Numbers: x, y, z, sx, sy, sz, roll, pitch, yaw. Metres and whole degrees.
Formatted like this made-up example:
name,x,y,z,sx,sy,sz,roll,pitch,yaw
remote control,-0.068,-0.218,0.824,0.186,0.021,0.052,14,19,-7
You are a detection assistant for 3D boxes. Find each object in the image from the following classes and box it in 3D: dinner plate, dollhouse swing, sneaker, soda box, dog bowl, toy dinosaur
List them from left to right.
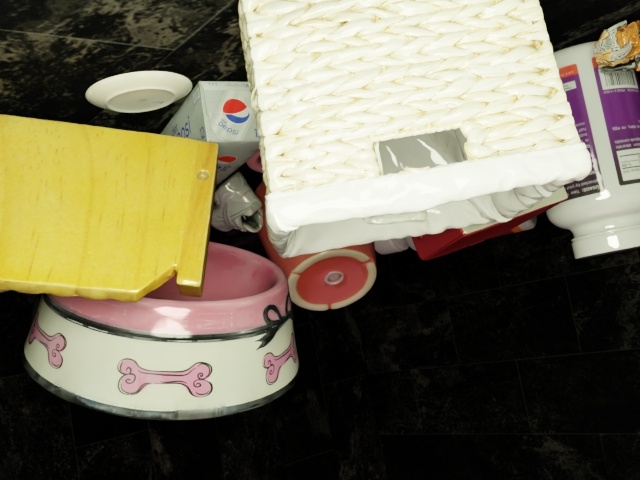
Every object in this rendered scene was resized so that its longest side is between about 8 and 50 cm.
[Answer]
name,x,y,z,sx,sy,sz,roll,pitch,yaw
dollhouse swing,-0.331,0.002,1.016,0.347,0.315,0.305,6,145,-8
dinner plate,-0.242,-0.195,0.983,0.141,0.017,0.141,-11,175,-1
dog bowl,-0.224,0.105,1.093,0.408,0.150,0.408,7,-166,-2
soda box,-0.175,-0.152,1.123,0.098,0.091,0.286,-5,172,-26
sneaker,-0.178,-0.052,1.570,0.090,0.115,0.232,-43,176,-19
toy dinosaur,0.559,-0.278,1.009,0.322,0.164,0.218,10,169,32

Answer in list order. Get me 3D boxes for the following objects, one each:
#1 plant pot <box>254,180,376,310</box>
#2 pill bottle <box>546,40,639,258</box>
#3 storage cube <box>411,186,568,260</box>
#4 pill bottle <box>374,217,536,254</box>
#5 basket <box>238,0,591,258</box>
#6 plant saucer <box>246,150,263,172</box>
name,x,y,z,sx,sy,sz,roll,pitch,yaw
plant pot,0.000,0.000,1.586,0.275,0.243,0.275,-9,137,-9
pill bottle,0.436,-0.140,1.171,0.181,0.323,0.181,-10,174,-1
storage cube,0.239,-0.094,1.167,0.215,0.184,0.193,-18,172,-14
pill bottle,0.312,-0.094,1.802,0.392,0.224,0.224,-13,173,26
basket,0.082,-0.140,0.865,0.328,0.266,0.331,-10,173,-3
plant saucer,0.038,-0.188,1.189,0.332,0.084,0.332,-11,174,-1
